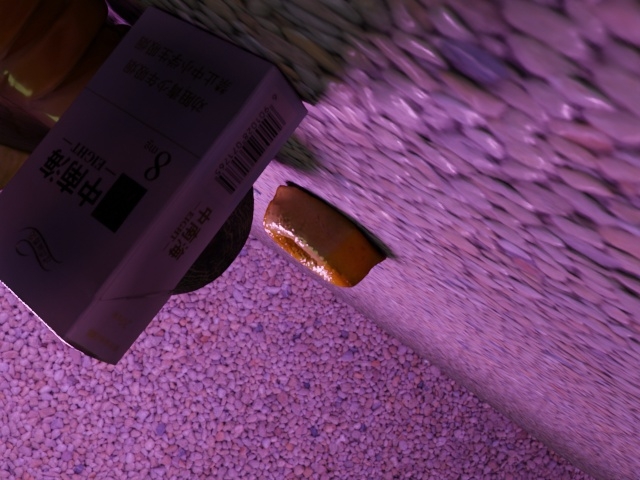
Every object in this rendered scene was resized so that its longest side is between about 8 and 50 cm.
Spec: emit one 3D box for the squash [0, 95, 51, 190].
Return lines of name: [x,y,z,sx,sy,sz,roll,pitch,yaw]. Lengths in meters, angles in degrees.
squash: [-0.323,-0.115,0.760,0.252,0.049,0.252,29,-169,-7]

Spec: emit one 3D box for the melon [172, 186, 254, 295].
melon: [-0.216,-0.064,0.980,0.301,0.237,0.237,38,178,41]

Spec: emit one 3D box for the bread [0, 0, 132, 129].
bread: [-0.246,-0.183,0.719,0.311,0.121,0.173,39,-176,-30]

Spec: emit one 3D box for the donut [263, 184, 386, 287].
donut: [-0.002,0.000,1.103,0.174,0.075,0.190,34,174,19]

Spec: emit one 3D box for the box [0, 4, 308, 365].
box: [-0.143,-0.048,0.609,0.155,0.243,0.067,33,173,34]

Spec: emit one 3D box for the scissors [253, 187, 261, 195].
scissors: [-0.141,-0.106,1.436,0.083,0.006,0.036,37,173,-17]
